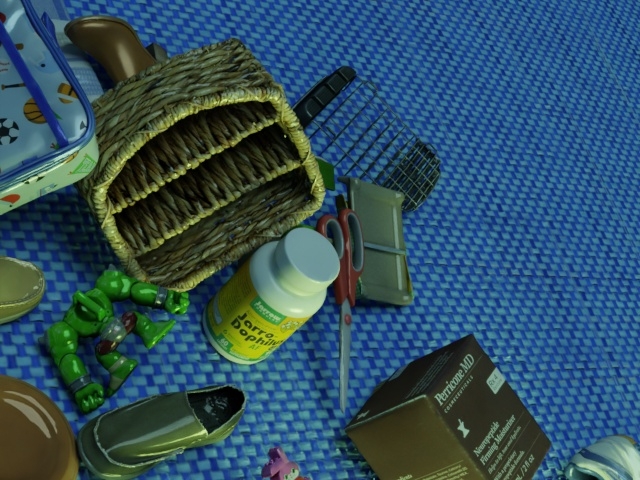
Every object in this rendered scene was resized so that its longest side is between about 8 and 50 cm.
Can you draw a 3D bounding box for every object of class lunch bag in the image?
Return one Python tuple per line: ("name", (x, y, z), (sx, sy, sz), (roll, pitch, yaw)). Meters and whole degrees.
("lunch bag", (-0.419, -0.185, 1.560), (0.243, 0.115, 0.303), (-27, 72, -13))

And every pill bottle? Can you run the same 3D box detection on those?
("pill bottle", (-0.065, 0.074, 1.714), (0.117, 0.208, 0.117), (22, 46, -25))

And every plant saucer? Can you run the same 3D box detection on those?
("plant saucer", (-0.371, 0.240, 1.461), (0.200, 0.037, 0.200), (22, 46, -24))

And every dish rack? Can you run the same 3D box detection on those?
("dish rack", (0.079, -0.164, 2.133), (0.271, 0.074, 0.208), (44, 42, -4))

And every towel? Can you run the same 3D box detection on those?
("towel", (-0.419, -0.257, 1.825), (0.209, 0.034, 0.285), (-5, 61, -42))

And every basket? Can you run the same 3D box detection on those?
("basket", (-0.167, -0.100, 1.664), (0.299, 0.213, 0.223), (-29, 66, -11))

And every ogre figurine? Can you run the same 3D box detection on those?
("ogre figurine", (-0.268, 0.112, 1.597), (0.118, 0.097, 0.197), (41, 85, 2))

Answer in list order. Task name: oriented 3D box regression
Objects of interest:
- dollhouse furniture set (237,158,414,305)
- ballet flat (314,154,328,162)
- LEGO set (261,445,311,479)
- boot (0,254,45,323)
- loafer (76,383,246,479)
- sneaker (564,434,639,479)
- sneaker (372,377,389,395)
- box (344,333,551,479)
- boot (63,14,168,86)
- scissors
("dollhouse furniture set", (0.000, 0.000, 1.939), (0.301, 0.151, 0.198), (14, 69, -54))
("ballet flat", (-0.057, -0.127, 2.002), (0.168, 0.057, 0.052), (-1, 49, -40))
("LEGO set", (-0.122, 0.328, 1.553), (0.227, 0.087, 0.093), (-33, 97, -48))
("boot", (-0.420, 0.014, 1.473), (0.262, 0.203, 0.095), (8, 54, -34))
("loafer", (-0.193, 0.226, 1.578), (0.251, 0.087, 0.094), (-16, 69, -46))
("sneaker", (0.481, 0.456, 1.957), (0.131, 0.112, 0.296), (-14, 65, -26))
("sneaker", (0.094, 0.237, 1.855), (0.037, 0.032, 0.083), (54, 42, -15))
("box", (0.180, 0.277, 1.762), (0.203, 0.167, 0.168), (54, 42, -6))
("boot", (-0.292, -0.244, 1.873), (0.197, 0.073, 0.152), (17, 53, -42))
("scissors", (0.043, 0.098, 1.815), (0.109, 0.021, 0.297), (4, 76, -57))
